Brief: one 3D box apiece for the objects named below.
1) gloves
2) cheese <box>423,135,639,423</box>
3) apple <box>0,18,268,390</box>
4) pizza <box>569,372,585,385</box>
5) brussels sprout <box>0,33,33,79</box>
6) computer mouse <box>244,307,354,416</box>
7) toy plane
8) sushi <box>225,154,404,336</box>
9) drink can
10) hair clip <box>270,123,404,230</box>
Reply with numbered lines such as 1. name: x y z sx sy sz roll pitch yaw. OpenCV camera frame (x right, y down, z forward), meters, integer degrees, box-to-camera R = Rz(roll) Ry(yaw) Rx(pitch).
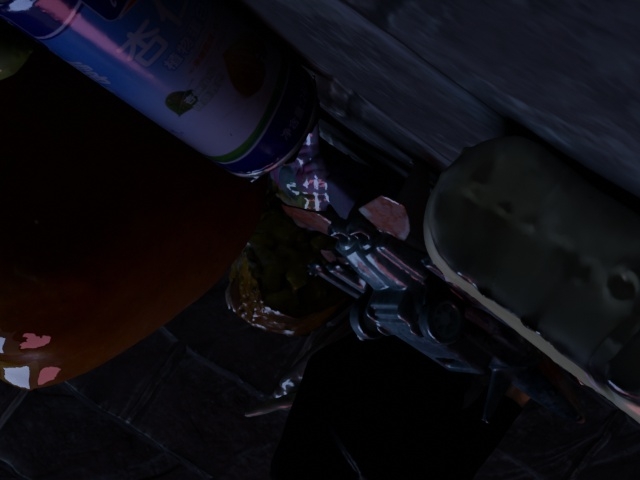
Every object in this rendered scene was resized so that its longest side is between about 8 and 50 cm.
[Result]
1. gloves: 0.090 0.142 0.993 0.197 0.301 0.152 28 146 12
2. cheese: 0.129 0.029 0.498 0.163 0.071 0.249 37 -179 18
3. apple: -0.230 -0.050 0.856 0.295 0.329 0.365 46 -142 -21
4. pizza: 0.251 0.102 0.932 0.147 0.069 0.226 38 -179 -27
5. brussels sprout: -0.242 -0.137 0.395 0.259 0.227 0.294 41 173 40
6. computer mouse: 0.075 0.109 1.199 0.115 0.389 0.199 60 153 25
7. toy plane: 0.114 0.069 0.860 0.326 0.104 0.223 48 154 -23
8. sushi: 0.000 0.002 1.153 0.167 0.179 0.296 26 -151 26
9. drink can: -0.101 -0.128 0.670 0.097 0.097 0.235 37 -179 40
10. hair clip: 0.013 -0.061 0.989 0.278 0.090 0.137 33 145 37
